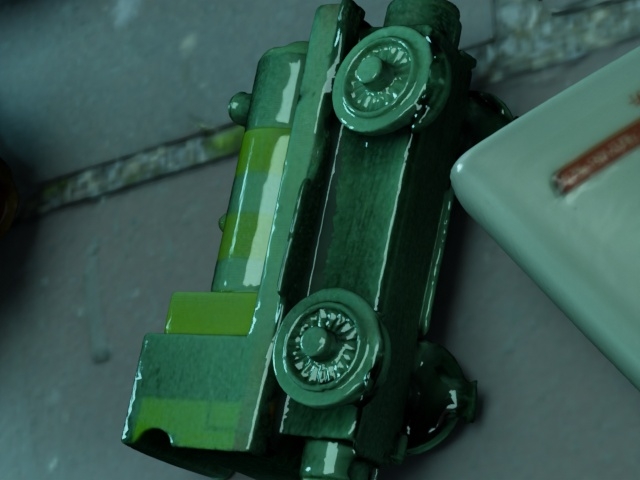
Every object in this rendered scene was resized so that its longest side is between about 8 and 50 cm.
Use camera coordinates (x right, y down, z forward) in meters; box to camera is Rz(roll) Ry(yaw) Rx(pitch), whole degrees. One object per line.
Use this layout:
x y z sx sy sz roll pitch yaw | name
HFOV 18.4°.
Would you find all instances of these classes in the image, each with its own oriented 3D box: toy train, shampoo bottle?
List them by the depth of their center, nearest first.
0.169 0.048 0.646 0.153 0.071 0.284 -30 55 5 | shampoo bottle
0.000 0.000 0.776 0.132 0.083 0.200 0 69 37 | toy train

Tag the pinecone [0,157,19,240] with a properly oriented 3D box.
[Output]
-0.243 -0.031 0.880 0.208 0.208 0.207 -13 64 28 | pinecone
